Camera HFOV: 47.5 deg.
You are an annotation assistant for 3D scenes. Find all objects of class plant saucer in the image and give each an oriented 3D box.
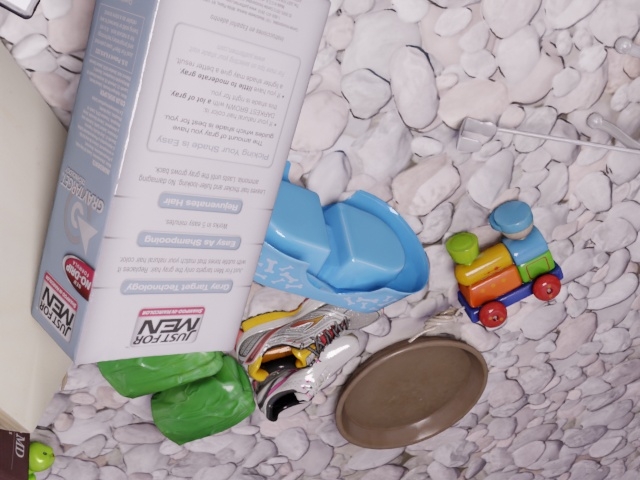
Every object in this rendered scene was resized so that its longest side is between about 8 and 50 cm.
[{"bbox_3d":[0.153,0.260,1.252,0.278,0.041,0.277,-10,131,-12],"label":"plant saucer"}]

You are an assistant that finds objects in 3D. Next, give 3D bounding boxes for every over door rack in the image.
[{"bbox_3d":[0.342,-0.223,0.884,0.325,0.108,0.239,4,128,-5],"label":"over door rack"}]

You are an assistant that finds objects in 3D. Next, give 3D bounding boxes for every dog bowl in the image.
[{"bbox_3d":[0.000,0.000,0.902,0.297,0.165,0.074,19,132,-32],"label":"dog bowl"}]

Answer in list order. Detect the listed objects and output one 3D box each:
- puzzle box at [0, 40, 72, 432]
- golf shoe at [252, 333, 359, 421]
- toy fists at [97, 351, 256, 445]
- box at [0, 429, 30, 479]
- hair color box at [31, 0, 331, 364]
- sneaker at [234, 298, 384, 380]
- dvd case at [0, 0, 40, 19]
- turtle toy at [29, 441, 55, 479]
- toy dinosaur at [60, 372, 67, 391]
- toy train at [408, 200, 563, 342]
[{"bbox_3d":[-0.337,-0.041,0.676,0.052,0.272,0.408,-1,137,25],"label":"puzzle box"},{"bbox_3d":[-0.014,0.211,1.119,0.186,0.086,0.067,-34,130,7],"label":"golf shoe"},{"bbox_3d":[-0.188,0.189,1.032,0.142,0.096,0.279,-18,135,8],"label":"toy fists"},{"bbox_3d":[-0.496,0.237,0.905,0.167,0.168,0.203,-31,133,7],"label":"box"},{"bbox_3d":[-0.138,-0.076,0.704,0.185,0.114,0.374,3,109,-45],"label":"hair color box"},{"bbox_3d":[-0.011,0.141,1.055,0.225,0.092,0.088,-22,133,-2],"label":"sneaker"},{"bbox_3d":[-0.308,-0.318,0.570,0.253,0.022,0.180,26,97,-35],"label":"dvd case"},{"bbox_3d":[-0.456,0.331,1.061,0.130,0.095,0.066,-3,108,-19],"label":"turtle toy"},{"bbox_3d":[-0.355,0.115,0.947,0.093,0.053,0.183,-18,127,16],"label":"toy dinosaur"},{"bbox_3d":[0.218,0.052,1.066,0.248,0.105,0.143,-27,122,3],"label":"toy train"}]
